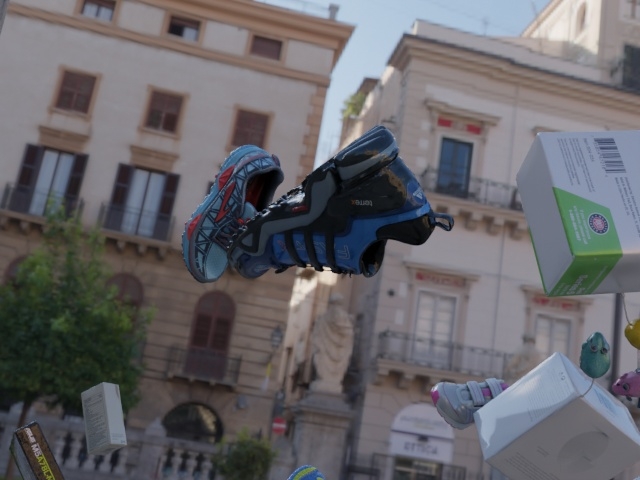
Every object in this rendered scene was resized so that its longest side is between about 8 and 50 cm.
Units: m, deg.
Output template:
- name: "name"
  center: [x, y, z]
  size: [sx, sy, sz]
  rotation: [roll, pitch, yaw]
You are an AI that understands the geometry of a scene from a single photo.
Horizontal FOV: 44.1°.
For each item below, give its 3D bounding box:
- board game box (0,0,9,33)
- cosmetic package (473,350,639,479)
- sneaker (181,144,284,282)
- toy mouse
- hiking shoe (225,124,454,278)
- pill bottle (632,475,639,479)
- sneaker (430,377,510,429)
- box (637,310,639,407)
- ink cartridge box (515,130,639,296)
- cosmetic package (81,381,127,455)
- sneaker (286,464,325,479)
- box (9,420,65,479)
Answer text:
- name: "board game box"
  center: [-0.378, -0.195, 0.561]
  size: [0.050, 0.390, 0.390]
  rotation: [43, 33, 19]
- name: "cosmetic package"
  center: [0.461, 0.374, 1.531]
  size: [0.224, 0.138, 0.225]
  rotation: [38, -68, -21]
- name: "sneaker"
  center: [-0.150, -0.039, 1.374]
  size: [0.104, 0.261, 0.125]
  rotation: [22, 3, -43]
- name: "toy mouse"
  center: [0.400, 0.172, 1.051]
  size: [0.161, 0.143, 0.031]
  rotation: [44, 19, -8]
- name: "hiking shoe"
  center: [0.000, 0.000, 0.875]
  size: [0.132, 0.113, 0.304]
  rotation: [53, -39, -3]
- name: "pill bottle"
  center: [0.249, 0.239, 0.445]
  size: [0.208, 0.118, 0.117]
  rotation: [50, -16, 6]
- name: "sneaker"
  center: [0.346, 0.336, 1.675]
  size: [0.252, 0.103, 0.111]
  rotation: [15, -51, -30]
- name: "box"
  center: [0.627, 0.178, 1.479]
  size: [0.044, 0.233, 0.159]
  rotation: [6, -49, 17]
- name: "ink cartridge box"
  center: [0.425, -0.040, 1.052]
  size: [0.273, 0.198, 0.114]
  rotation: [-2, -31, -6]
- name: "cosmetic package"
  center: [-0.386, 0.317, 1.404]
  size: [0.060, 0.115, 0.041]
  rotation: [-26, -29, 22]
- name: "sneaker"
  center: [-0.068, 0.405, 1.176]
  size: [0.188, 0.078, 0.067]
  rotation: [-19, 48, -43]
- name: "box"
  center: [-0.458, 0.407, 1.314]
  size: [0.045, 0.190, 0.184]
  rotation: [-24, -12, -29]
